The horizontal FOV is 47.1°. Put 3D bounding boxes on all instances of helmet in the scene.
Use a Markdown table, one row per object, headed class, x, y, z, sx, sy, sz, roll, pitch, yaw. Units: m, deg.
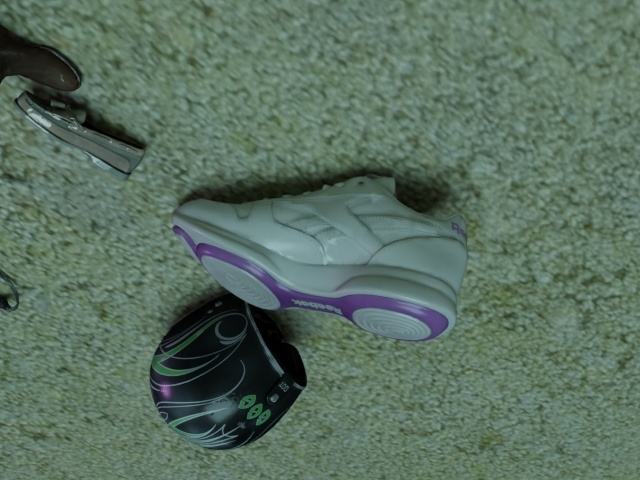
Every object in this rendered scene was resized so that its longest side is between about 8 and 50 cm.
| class | x | y | z | sx | sy | sz | roll | pitch | yaw |
| --- | --- | --- | --- | --- | --- | --- | --- | --- | --- |
| helmet | -0.114 | 0.156 | 0.841 | 0.161 | 0.169 | 0.169 | -33 | 125 | 6 |

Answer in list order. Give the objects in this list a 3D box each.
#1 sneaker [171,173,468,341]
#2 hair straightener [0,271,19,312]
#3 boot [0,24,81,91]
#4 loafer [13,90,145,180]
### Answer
| class | x | y | z | sx | sy | sz | roll | pitch | yaw |
| --- | --- | --- | --- | --- | --- | --- | --- | --- | --- |
| sneaker | 0.000 | 0.000 | 0.738 | 0.305 | 0.152 | 0.114 | 15 | 152 | 16 |
| hair straightener | -0.454 | 0.049 | 0.813 | 0.230 | 0.047 | 0.089 | 8 | 131 | -6 |
| boot | -0.263 | -0.129 | 0.611 | 0.106 | 0.114 | 0.037 | 27 | 127 | -21 |
| loafer | -0.221 | -0.105 | 0.686 | 0.039 | 0.045 | 0.125 | -45 | 126 | 13 |
